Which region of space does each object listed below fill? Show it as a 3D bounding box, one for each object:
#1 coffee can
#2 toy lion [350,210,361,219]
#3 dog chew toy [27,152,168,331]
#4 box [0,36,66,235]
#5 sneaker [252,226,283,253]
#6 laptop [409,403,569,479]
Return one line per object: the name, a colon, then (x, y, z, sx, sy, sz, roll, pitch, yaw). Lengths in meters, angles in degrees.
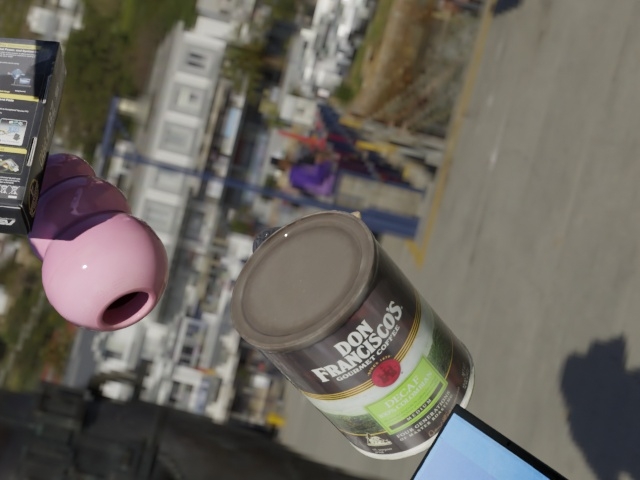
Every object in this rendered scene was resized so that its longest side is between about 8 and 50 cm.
coffee can: (0.045, 0.122, 1.819, 0.275, 0.201, 0.201, 48, -138, -39)
toy lion: (0.000, 0.000, 1.912, 0.100, 0.034, 0.096, -40, 25, -29)
dog chew toy: (-0.389, -0.011, 2.393, 0.332, 0.207, 0.206, 57, 151, 28)
box: (-0.617, -0.177, 2.232, 0.097, 0.395, 0.318, 91, -177, -60)
sneaker: (0.005, 0.051, 2.244, 0.097, 0.235, 0.084, 101, -174, -63)
laptop: (0.112, 0.321, 1.670, 0.234, 0.264, 0.136, 30, 126, 56)
